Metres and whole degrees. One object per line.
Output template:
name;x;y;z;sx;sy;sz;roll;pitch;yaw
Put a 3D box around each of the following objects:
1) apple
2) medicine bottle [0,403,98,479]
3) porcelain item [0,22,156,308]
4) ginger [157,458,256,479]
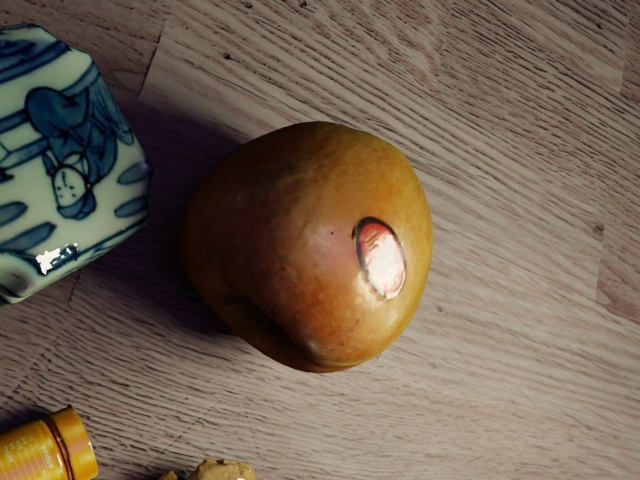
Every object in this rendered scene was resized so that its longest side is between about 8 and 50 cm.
apple;0.000;0.000;0.929;0.338;0.338;0.305;46;65;-17
medicine bottle;-0.366;0.273;0.805;0.191;0.096;0.096;-21;94;-31
porcelain item;-0.349;-0.089;0.789;0.281;0.157;0.286;-36;101;-51
ginger;-0.171;0.373;0.890;0.270;0.123;0.219;37;68;-21
